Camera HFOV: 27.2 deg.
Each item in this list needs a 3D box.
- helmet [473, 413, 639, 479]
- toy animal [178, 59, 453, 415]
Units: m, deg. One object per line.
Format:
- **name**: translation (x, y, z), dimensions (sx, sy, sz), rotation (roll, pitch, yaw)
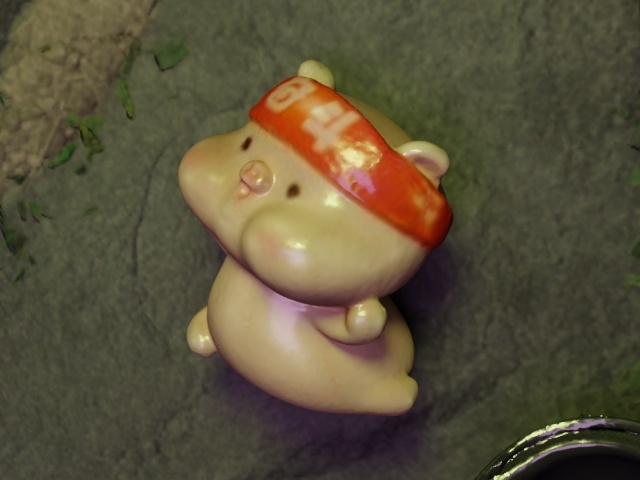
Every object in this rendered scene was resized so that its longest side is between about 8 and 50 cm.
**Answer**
- **helmet**: translation (0.173, 0.211, 0.789), dimensions (0.189, 0.193, 0.216), rotation (-2, 91, 21)
- **toy animal**: translation (0.000, 0.000, 0.807), dimensions (0.171, 0.171, 0.197), rotation (15, 116, 13)
